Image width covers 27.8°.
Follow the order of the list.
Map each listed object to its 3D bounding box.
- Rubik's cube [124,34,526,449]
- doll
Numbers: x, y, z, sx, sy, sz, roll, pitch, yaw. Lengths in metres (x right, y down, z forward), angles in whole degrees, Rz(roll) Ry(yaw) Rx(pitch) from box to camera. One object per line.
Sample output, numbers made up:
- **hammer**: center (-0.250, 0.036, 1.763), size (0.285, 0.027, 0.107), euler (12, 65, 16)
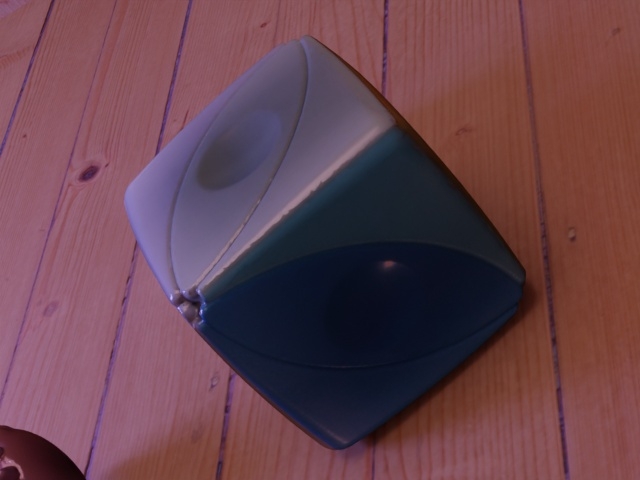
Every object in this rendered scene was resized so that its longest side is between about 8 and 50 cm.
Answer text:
- **Rubik's cube**: center (0.000, 0.000, 1.617), size (0.351, 0.352, 0.347), euler (-43, 35, 3)
- **doll**: center (-0.375, 0.335, 1.758), size (0.262, 0.211, 0.093), euler (44, 89, 14)
